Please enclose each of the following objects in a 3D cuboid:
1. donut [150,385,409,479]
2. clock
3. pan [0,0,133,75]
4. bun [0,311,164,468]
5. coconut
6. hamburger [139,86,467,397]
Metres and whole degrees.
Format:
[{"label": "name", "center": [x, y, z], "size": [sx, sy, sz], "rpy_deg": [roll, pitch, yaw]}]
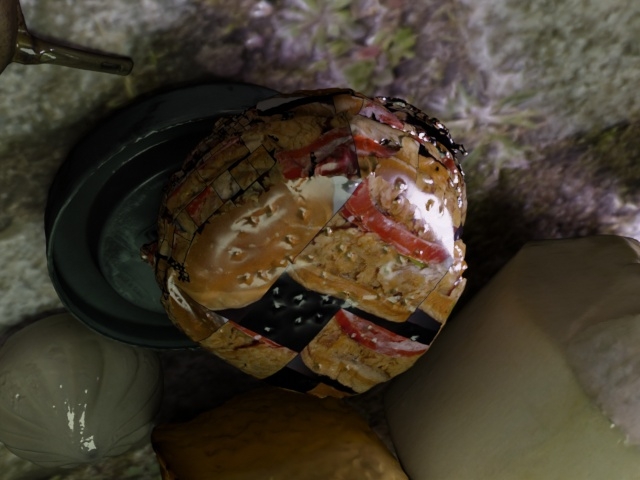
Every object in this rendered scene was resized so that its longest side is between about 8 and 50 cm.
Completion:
[{"label": "donut", "center": [0.034, 0.295, 1.260], "size": [0.163, 0.435, 0.377], "rpy_deg": [-27, 169, -9]}, {"label": "clock", "center": [-0.084, -0.015, 1.196], "size": [0.226, 0.049, 0.226], "rpy_deg": [-12, 135, -12]}, {"label": "pan", "center": [-0.209, -0.130, 1.036], "size": [0.201, 0.048, 0.128], "rpy_deg": [-8, 133, -15]}, {"label": "bun", "center": [-0.178, 0.125, 1.261], "size": [0.138, 0.094, 0.138], "rpy_deg": [-13, 137, -13]}, {"label": "coconut", "center": [0.195, 0.158, 1.288], "size": [0.322, 0.323, 0.323], "rpy_deg": [-11, 135, -11]}, {"label": "hamburger", "center": [0.000, 0.000, 1.137], "size": [0.230, 0.107, 0.231], "rpy_deg": [-6, 133, -6]}]
